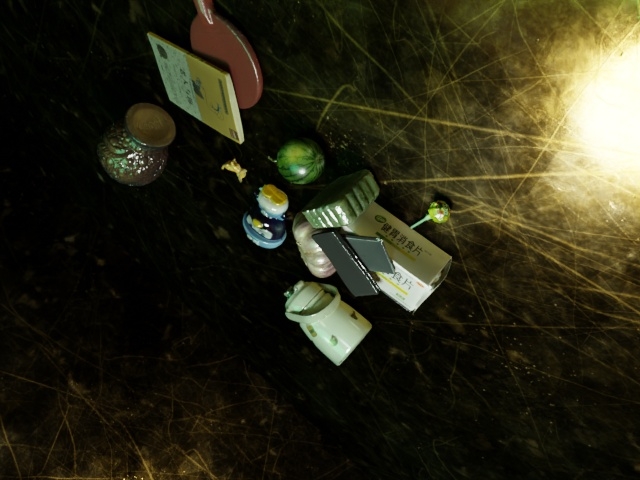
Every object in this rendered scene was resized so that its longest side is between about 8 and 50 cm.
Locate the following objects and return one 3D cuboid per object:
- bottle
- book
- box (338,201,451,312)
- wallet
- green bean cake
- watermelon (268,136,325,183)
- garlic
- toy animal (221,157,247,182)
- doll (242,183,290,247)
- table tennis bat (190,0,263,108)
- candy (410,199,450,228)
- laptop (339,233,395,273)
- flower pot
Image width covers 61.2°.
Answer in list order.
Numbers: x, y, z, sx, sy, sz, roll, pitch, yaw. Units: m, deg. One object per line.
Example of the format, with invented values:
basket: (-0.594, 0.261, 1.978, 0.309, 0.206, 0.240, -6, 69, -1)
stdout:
bottle: (0.012, 0.289, 2.104, 0.352, 0.229, 0.229, 43, 149, 8)
book: (-0.404, -0.496, 1.758, 0.389, 0.032, 0.268, 33, 151, 28)
box: (0.213, 0.048, 1.639, 0.333, 0.145, 0.173, 37, 150, 13)
wallet: (0.075, 0.069, 1.629, 0.244, 0.025, 0.124, 53, 147, -15)
green bean cake: (0.060, -0.116, 1.582, 0.185, 0.183, 0.094, -4, 126, 49)
watermelon: (-0.072, -0.242, 1.628, 0.187, 0.141, 0.140, 14, 138, 44)
garlic: (0.000, 0.000, 1.815, 0.244, 0.161, 0.245, 61, 173, 13)
toy animal: (-0.309, -0.251, 1.962, 0.081, 0.060, 0.083, -25, 112, 15)
doll: (-0.197, -0.075, 1.964, 0.177, 0.141, 0.314, 40, 145, 12)
table tennis bat: (-0.295, -0.570, 1.575, 0.268, 0.051, 0.414, 19, 142, 36)
candy: (0.298, -0.062, 1.514, 0.062, 0.058, 0.194, 71, 158, 7)
laptop: (0.127, 0.037, 1.574, 0.180, 0.016, 0.129, 8, 133, 45)
flower pot: (-0.690, -0.378, 2.075, 0.266, 0.266, 0.267, 49, 138, -9)
